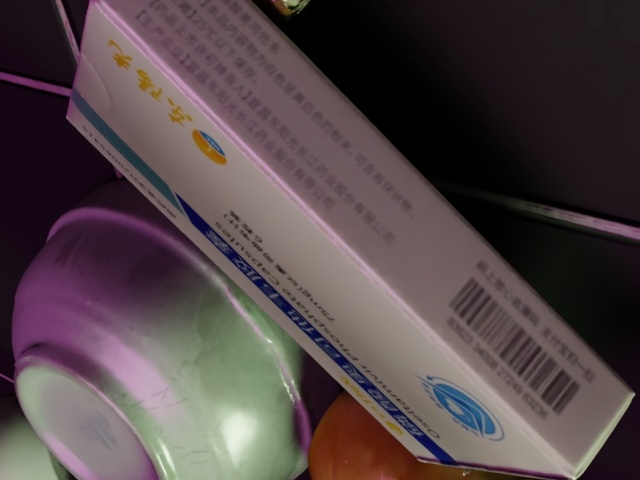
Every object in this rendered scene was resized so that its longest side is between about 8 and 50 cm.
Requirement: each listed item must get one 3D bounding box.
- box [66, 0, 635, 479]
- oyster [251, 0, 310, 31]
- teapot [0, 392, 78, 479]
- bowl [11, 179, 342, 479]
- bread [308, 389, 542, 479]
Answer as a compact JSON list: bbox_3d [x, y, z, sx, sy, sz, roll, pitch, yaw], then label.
[{"bbox_3d":[0.000,0.000,0.574,0.343,0.065,0.200,45,160,-6],"label":"box"},{"bbox_3d":[-0.039,-0.201,0.475,0.260,0.092,0.198,12,128,42],"label":"oyster"},{"bbox_3d":[-0.368,0.295,1.196,0.298,0.139,0.204,69,177,-63],"label":"teapot"},{"bbox_3d":[-0.143,0.114,0.823,0.307,0.163,0.307,24,136,25],"label":"bowl"},{"bbox_3d":[0.124,0.221,0.708,0.305,0.091,0.142,28,146,25],"label":"bread"}]
